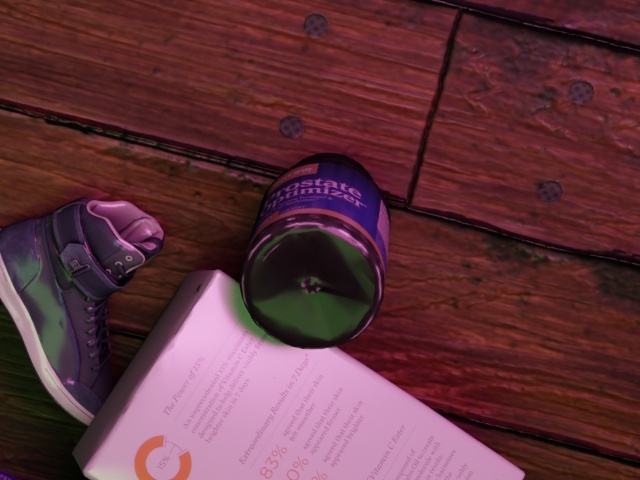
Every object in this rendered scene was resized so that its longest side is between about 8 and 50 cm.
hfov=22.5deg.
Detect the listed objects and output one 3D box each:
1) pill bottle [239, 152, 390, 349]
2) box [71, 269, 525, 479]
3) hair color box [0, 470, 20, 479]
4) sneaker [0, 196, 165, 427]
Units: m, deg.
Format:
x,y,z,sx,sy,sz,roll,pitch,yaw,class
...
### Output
x,y,z,sx,sy,sz,roll,pitch,yaw,class
0.000,0.000,1.427,0.123,0.219,0.122,1,112,4,pill bottle
-0.025,0.207,1.495,0.345,0.168,0.215,34,81,-10,box
-0.310,0.361,1.656,0.339,0.110,0.185,28,110,-5,hair color box
-0.206,0.066,1.541,0.163,0.086,0.226,-22,107,16,sneaker
